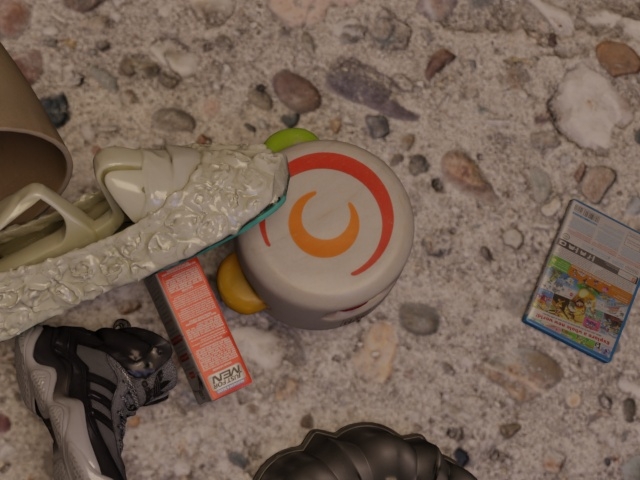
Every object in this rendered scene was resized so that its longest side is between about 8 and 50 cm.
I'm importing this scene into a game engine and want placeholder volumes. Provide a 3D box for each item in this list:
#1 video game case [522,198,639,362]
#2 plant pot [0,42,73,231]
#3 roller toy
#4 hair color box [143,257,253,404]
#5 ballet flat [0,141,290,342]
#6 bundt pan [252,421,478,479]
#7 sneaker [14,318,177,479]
[{"bbox_3d":[0.325,0.048,1.625,0.119,0.015,0.166,27,75,-9],"label":"video game case"},{"bbox_3d":[-0.418,-0.155,1.367,0.257,0.256,0.274,-18,70,-17],"label":"plant pot"},{"bbox_3d":[0.000,0.000,1.480,0.191,0.146,0.209,20,73,1],"label":"roller toy"},{"bbox_3d":[-0.136,0.090,1.457,0.053,0.093,0.167,-22,87,-17],"label":"hair color box"},{"bbox_3d":[-0.230,-0.014,1.356,0.409,0.147,0.147,-27,88,4],"label":"ballet flat"},{"bbox_3d":[0.061,0.358,1.446,0.331,0.124,0.330,2,80,-13],"label":"bundt pan"},{"bbox_3d":[-0.208,0.174,1.376,0.153,0.101,0.268,-13,46,-25],"label":"sneaker"}]
